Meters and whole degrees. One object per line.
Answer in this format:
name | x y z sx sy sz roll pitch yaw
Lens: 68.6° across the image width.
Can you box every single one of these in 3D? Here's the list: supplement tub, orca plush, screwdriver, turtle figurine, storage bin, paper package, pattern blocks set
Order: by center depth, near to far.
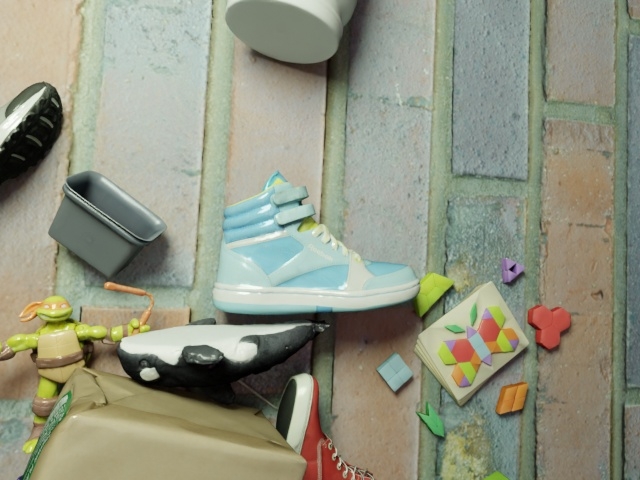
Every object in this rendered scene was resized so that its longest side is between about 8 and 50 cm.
paper package | -0.219 0.365 0.578 0.309 0.168 0.325 24 84 -27
turtle figurine | -0.362 0.166 0.630 0.269 0.087 0.218 -6 99 -29
storage bin | -0.303 -0.020 0.661 0.135 0.098 0.091 39 107 -9
orca plush | -0.129 0.174 0.668 0.287 0.151 0.102 -5 100 -36
supplement tub | -0.027 -0.427 0.685 0.191 0.191 0.273 14 85 -12
screwdriver | -0.129 0.210 0.715 0.170 0.025 0.024 40 80 -7
pattern blocks set | 0.265 0.175 0.805 0.285 0.026 0.325 42 80 -7

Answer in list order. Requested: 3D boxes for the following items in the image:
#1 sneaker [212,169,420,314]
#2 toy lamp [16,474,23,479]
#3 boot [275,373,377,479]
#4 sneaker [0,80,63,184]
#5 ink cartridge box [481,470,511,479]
sneaker | 0.000 0.000 0.704 0.318 0.127 0.209 0 89 -14
toy lamp | -0.455 0.445 0.604 0.080 0.080 0.275 40 79 -8
boot | 0.019 0.324 0.715 0.176 0.088 0.245 5 94 -13
sneaker | -0.460 -0.116 0.621 0.108 0.100 0.272 40 80 -2
ink cartridge box | 0.242 0.530 0.746 0.255 0.097 0.189 -23 92 -14
